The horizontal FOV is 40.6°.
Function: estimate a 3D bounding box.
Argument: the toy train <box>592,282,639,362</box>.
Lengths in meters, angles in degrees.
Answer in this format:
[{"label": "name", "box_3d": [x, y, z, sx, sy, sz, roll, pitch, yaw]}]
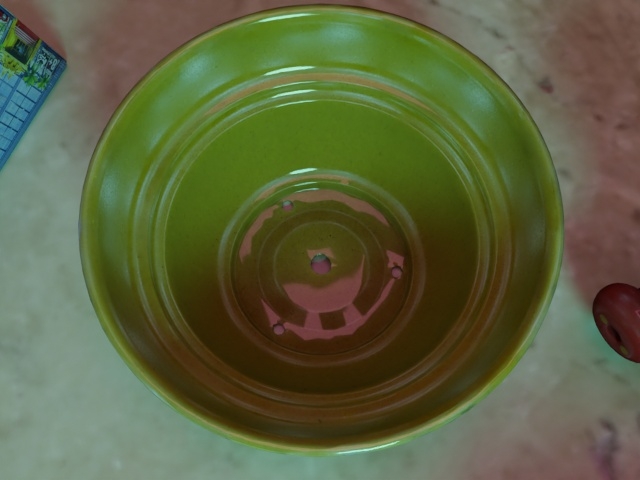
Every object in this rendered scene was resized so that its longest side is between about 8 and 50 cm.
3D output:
[{"label": "toy train", "box_3d": [0.216, 0.036, 0.334, 0.105, 0.248, 0.143, -30, 77, -10]}]

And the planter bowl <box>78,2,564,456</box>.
[{"label": "planter bowl", "box_3d": [0.000, 0.000, 0.427, 0.217, 0.090, 0.217, 0, 70, -1]}]

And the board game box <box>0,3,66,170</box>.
[{"label": "board game box", "box_3d": [-0.222, -0.041, 0.413, 0.060, 0.194, 0.194, 22, 86, 9]}]
